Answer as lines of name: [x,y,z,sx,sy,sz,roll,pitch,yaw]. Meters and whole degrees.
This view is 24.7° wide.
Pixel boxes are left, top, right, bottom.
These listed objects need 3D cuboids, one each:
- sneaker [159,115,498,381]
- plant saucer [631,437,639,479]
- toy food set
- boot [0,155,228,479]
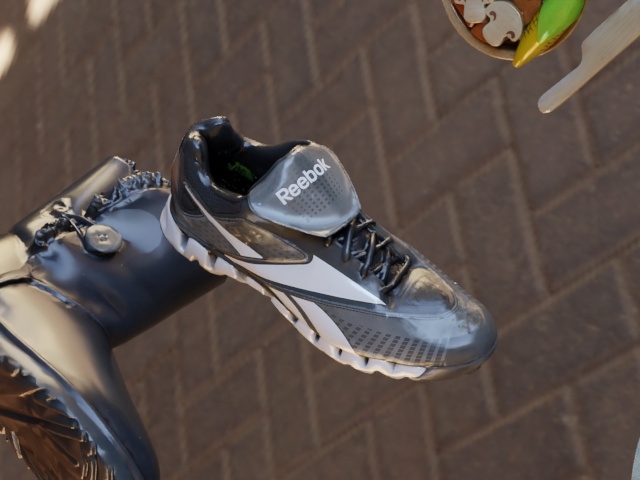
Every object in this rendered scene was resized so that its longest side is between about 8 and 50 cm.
sneaker: [0.000,0.000,0.853,0.234,0.078,0.106,29,143,22]
plant saucer: [0.305,0.144,1.020,0.037,0.195,0.195,36,105,53]
toy food set: [0.135,-0.192,1.037,0.192,0.038,0.132,53,126,12]
boot: [-0.133,0.054,0.973,0.246,0.207,0.094,40,141,24]
